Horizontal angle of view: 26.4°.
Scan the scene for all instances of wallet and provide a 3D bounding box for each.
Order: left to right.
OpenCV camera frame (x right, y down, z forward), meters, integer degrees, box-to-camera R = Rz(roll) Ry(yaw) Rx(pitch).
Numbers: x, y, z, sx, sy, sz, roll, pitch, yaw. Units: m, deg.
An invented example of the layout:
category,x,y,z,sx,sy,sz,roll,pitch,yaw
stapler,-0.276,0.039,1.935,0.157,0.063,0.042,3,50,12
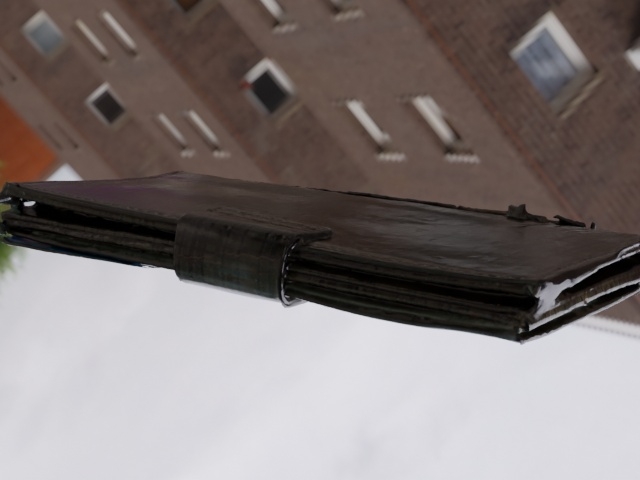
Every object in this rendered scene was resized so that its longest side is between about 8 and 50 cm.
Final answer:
category,x,y,z,sx,sy,sz,roll,pitch,yaw
wallet,0.000,0.001,0.706,0.317,0.044,0.169,9,-168,32
